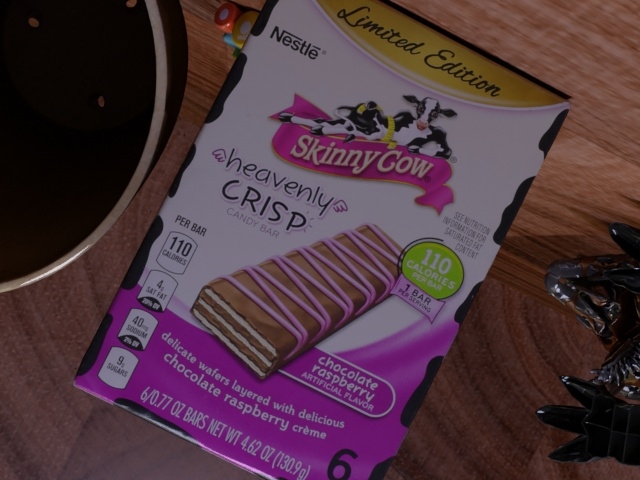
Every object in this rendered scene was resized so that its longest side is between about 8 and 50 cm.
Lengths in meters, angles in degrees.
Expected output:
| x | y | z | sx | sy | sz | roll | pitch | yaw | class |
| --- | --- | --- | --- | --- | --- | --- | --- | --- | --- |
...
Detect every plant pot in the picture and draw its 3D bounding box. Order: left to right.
| x | y | z | sx | sy | sz | roll | pitch | yaw | class |
| --- | --- | --- | --- | --- | --- | --- | --- | --- | --- |
| -0.173 | -0.108 | 0.906 | 0.237 | 0.237 | 0.254 | 27 | -168 | 3 | plant pot |

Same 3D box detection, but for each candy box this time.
| x | y | z | sx | sy | sz | roll | pitch | yaw | class |
| --- | --- | --- | --- | --- | --- | --- | --- | --- | --- |
| 0.000 | 0.000 | 0.782 | 0.159 | 0.233 | 0.071 | 26 | 178 | -5 | candy box |

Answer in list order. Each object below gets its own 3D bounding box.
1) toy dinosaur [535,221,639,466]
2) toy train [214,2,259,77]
| x | y | z | sx | sy | sz | roll | pitch | yaw | class |
| --- | --- | --- | --- | --- | --- | --- | --- | --- | --- |
| 0.271 | 0.070 | 1.023 | 0.322 | 0.164 | 0.218 | 0 | 174 | 45 | toy dinosaur |
| -0.001 | -0.098 | 1.039 | 0.166 | 0.046 | 0.125 | 27 | 178 | 3 | toy train |
